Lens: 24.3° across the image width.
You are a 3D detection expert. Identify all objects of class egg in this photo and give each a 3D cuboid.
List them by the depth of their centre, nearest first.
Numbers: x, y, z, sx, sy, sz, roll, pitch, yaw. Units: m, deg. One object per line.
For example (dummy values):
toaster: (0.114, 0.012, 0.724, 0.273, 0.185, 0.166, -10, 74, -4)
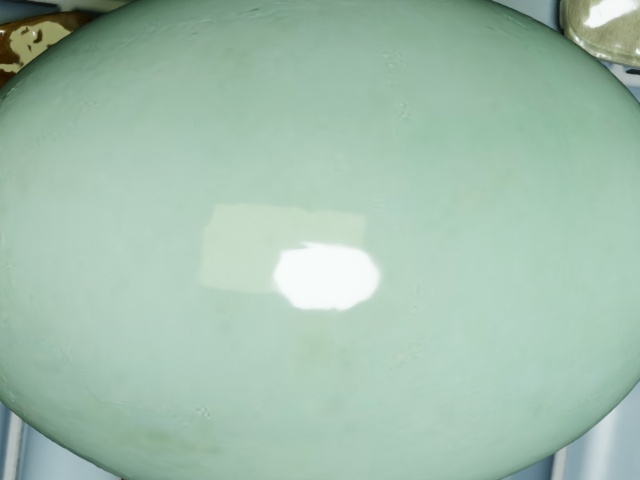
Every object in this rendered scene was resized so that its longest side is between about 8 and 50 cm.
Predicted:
egg: (0.000, 0.000, 0.756, 0.389, 0.276, 0.276, -3, 95, -14)

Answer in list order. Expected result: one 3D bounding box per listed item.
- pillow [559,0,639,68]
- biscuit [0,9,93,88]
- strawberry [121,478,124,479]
pillow: (0.221, -0.206, 0.880, 0.130, 0.033, 0.217, 10, 94, -10)
biscuit: (-0.265, -0.048, 0.852, 0.301, 0.043, 0.278, 32, 92, -6)
strawberry: (-0.065, 0.144, 0.865, 0.096, 0.083, 0.083, 40, 91, -10)
